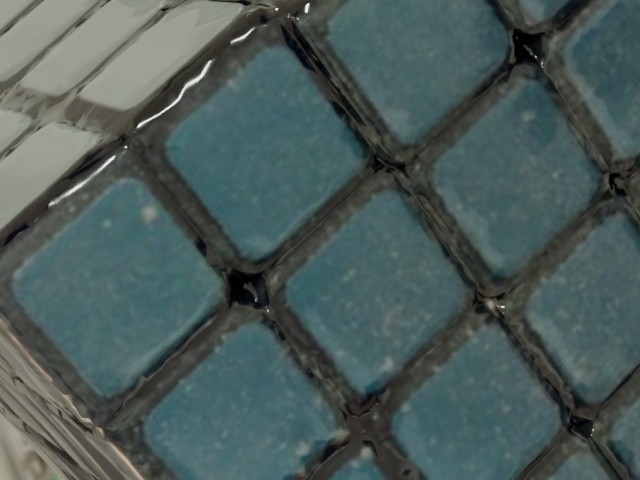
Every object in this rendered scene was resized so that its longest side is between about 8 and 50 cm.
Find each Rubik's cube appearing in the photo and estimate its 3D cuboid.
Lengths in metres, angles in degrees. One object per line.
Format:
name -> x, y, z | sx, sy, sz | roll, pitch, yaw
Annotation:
Rubik's cube -> 0.000, 0.000, 0.943 | 0.337, 0.344, 0.344 | -45, 26, -13
